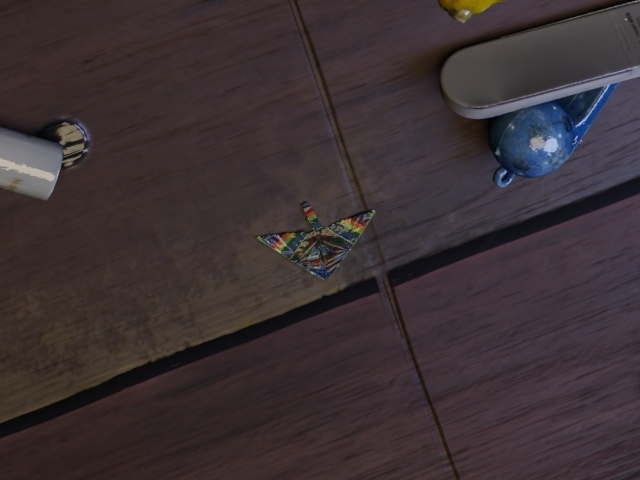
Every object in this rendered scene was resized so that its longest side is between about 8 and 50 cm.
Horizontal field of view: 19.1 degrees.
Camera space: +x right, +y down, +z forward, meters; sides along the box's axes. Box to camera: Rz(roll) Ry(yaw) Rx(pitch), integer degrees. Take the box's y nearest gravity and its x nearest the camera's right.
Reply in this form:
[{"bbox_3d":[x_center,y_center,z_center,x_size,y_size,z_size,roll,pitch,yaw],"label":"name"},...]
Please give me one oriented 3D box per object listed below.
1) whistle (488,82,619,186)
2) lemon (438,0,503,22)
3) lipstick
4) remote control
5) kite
[{"bbox_3d":[0.215,-0.117,1.842,0.090,0.090,0.158,26,106,-22],"label":"whistle"},{"bbox_3d":[0.161,-0.312,1.688,0.187,0.187,0.244,14,115,-18],"label":"lemon"},{"bbox_3d":[-0.367,-0.096,1.738,0.264,0.059,0.059,16,110,-18],"label":"lipstick"},{"bbox_3d":[0.233,-0.174,1.826,0.245,0.077,0.022,-16,152,-6],"label":"remote control"},{"bbox_3d":[0.000,0.000,1.892,0.122,0.004,0.090,-18,116,-4],"label":"kite"}]
